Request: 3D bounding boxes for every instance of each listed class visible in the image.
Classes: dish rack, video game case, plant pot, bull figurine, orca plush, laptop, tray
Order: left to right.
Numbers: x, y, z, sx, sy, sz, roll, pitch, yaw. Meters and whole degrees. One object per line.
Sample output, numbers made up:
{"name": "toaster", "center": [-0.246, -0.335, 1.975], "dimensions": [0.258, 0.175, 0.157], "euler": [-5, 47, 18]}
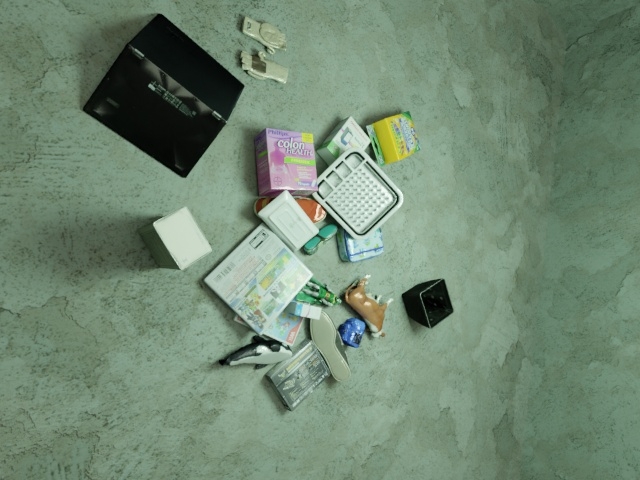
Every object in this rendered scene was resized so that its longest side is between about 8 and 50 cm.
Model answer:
{"name": "laptop", "center": [-0.531, -0.518, 1.460], "dimensions": [0.381, 0.236, 0.408], "euler": [36, 98, -26]}
{"name": "orca plush", "center": [-0.252, 0.425, 1.579], "dimensions": [0.286, 0.102, 0.151], "euler": [-9, 138, -23]}
{"name": "video game case", "center": [-0.231, 0.144, 1.580], "dimensions": [0.300, 0.036, 0.329], "euler": [47, 64, -9]}
{"name": "video game case", "center": [-0.190, 0.281, 1.641], "dimensions": [0.285, 0.025, 0.204], "euler": [33, 71, -28]}
{"name": "tray", "center": [-0.117, -0.064, 1.620], "dimensions": [0.145, 0.030, 0.270], "euler": [-41, 132, -2]}
{"name": "dish rack", "center": [0.157, -0.199, 1.749], "dimensions": [0.285, 0.072, 0.333], "euler": [-44, 95, 4]}
{"name": "bull figurine", "center": [0.233, 0.305, 1.873], "dimensions": [0.310, 0.101, 0.188], "euler": [49, 59, -26]}
{"name": "plant pot", "center": [0.520, 0.305, 2.020], "dimensions": [0.187, 0.167, 0.188], "euler": [-25, 100, -31]}

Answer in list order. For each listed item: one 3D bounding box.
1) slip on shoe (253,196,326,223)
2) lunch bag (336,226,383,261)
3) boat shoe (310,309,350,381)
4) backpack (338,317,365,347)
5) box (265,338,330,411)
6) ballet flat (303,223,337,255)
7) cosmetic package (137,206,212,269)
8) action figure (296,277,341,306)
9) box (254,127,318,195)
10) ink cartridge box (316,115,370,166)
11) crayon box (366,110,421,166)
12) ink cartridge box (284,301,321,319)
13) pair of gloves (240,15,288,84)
{"name": "slip on shoe", "center": [-0.107, -0.125, 1.670], "dimensions": [0.331, 0.101, 0.123], "euler": [4, 84, -34]}
{"name": "lunch bag", "center": [0.187, 0.006, 1.865], "dimensions": [0.218, 0.090, 0.176], "euler": [-11, 96, -32]}
{"name": "boat shoe", "center": [0.039, 0.446, 1.756], "dimensions": [0.112, 0.095, 0.336], "euler": [-22, 97, 4]}
{"name": "backpack", "center": [0.140, 0.403, 1.808], "dimensions": [0.101, 0.098, 0.120], "euler": [34, 71, -23]}
{"name": "box", "center": [-0.089, 0.551, 1.675], "dimensions": [0.231, 0.056, 0.183], "euler": [-37, 107, -29]}
{"name": "ballet flat", "center": [0.000, 0.000, 1.762], "dimensions": [0.188, 0.070, 0.070], "euler": [-36, 107, -25]}
{"name": "cosmetic package", "center": [-0.474, -0.001, 1.298], "dimensions": [0.113, 0.309, 0.160], "euler": [-35, 106, -29]}
{"name": "action figure", "center": [0.002, 0.227, 1.746], "dimensions": [0.232, 0.063, 0.137], "euler": [30, 58, -33]}
{"name": "box", "center": [-0.138, -0.306, 1.635], "dimensions": [0.213, 0.117, 0.243], "euler": [-2, 82, -33]}
{"name": "ink cartridge box", "center": [0.107, -0.425, 1.829], "dimensions": [0.154, 0.093, 0.212], "euler": [46, 63, -23]}
{"name": "crayon box", "center": [0.360, -0.491, 1.953], "dimensions": [0.322, 0.083, 0.203], "euler": [-33, 106, -47]}
{"name": "ink cartridge box", "center": [-0.071, 0.284, 1.649], "dimensions": [0.122, 0.088, 0.052], "euler": [17, 78, -32]}
{"name": "pair of gloves", "center": [-0.229, -0.767, 1.656], "dimensions": [0.204, 0.042, 0.241], "euler": [3, 84, -30]}
